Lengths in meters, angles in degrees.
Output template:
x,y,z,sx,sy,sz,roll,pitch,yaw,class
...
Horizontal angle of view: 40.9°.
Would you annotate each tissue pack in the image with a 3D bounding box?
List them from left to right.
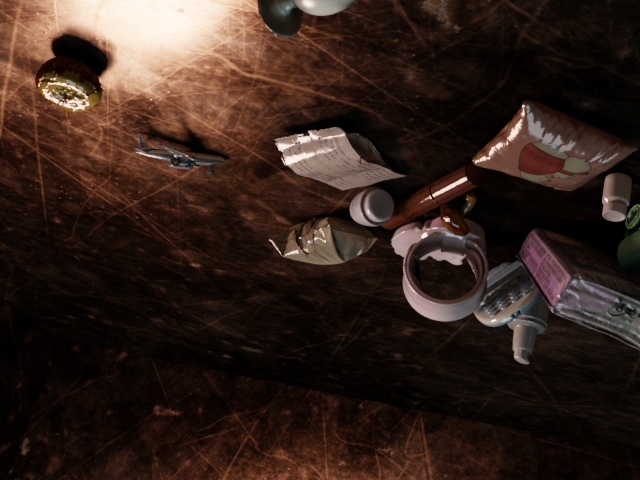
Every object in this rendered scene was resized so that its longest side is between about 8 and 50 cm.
x,y,z,sx,sy,sz,roll,pitch,yaw,class
0.582,0.096,1.833,0.259,0.122,0.361,21,-163,-6,tissue pack

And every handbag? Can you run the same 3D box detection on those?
x,y,z,sx,sy,sz,roll,pitch,yaw,class
0.000,0.000,2.224,0.182,0.117,0.270,15,161,-35,handbag

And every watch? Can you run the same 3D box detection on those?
x,y,z,sx,sy,sz,roll,pitch,yaw,class
0.281,0.075,2.073,0.244,0.231,0.196,6,156,11,watch

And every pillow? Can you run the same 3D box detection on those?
x,y,z,sx,sy,sz,roll,pitch,yaw,class
0.435,-0.168,1.617,0.236,0.084,0.223,16,155,-8,pillow

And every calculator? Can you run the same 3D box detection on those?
x,y,z,sx,sy,sz,roll,pitch,yaw,class
0.449,0.121,2.072,0.188,0.303,0.042,-37,99,14,calculator

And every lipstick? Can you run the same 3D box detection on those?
x,y,z,sx,sy,sz,roll,pitch,yaw,class
0.242,-0.095,1.936,0.057,0.057,0.356,25,155,-20,lipstick

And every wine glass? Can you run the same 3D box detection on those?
x,y,z,sx,sy,sz,roll,pitch,yaw,class
0.003,-0.402,1.348,0.103,0.103,0.222,33,149,-34,wine glass

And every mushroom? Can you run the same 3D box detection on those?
x,y,z,sx,sy,sz,roll,pitch,yaw,class
0.310,-0.064,1.949,0.072,0.088,0.129,-7,142,-17,mushroom

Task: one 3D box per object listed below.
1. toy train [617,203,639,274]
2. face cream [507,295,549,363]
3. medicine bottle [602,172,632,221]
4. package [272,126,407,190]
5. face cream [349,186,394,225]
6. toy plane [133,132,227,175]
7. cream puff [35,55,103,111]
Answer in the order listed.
x,y,z,sx,sy,sz,roll,pitch,yaw,class
0.685,-0.018,1.710,0.101,0.159,0.248,24,157,-6,toy train
0.518,0.186,2.142,0.101,0.252,0.101,13,157,6,face cream
0.585,-0.086,1.699,0.052,0.089,0.052,13,156,6,medicine bottle
0.040,-0.169,1.894,0.204,0.062,0.251,-6,153,42,package
0.119,-0.077,2.010,0.091,0.091,0.095,27,162,-24,face cream
-0.337,-0.200,2.058,0.226,0.058,0.226,16,173,-1,toy plane
-0.531,-0.339,1.835,0.149,0.084,0.149,9,157,4,cream puff
